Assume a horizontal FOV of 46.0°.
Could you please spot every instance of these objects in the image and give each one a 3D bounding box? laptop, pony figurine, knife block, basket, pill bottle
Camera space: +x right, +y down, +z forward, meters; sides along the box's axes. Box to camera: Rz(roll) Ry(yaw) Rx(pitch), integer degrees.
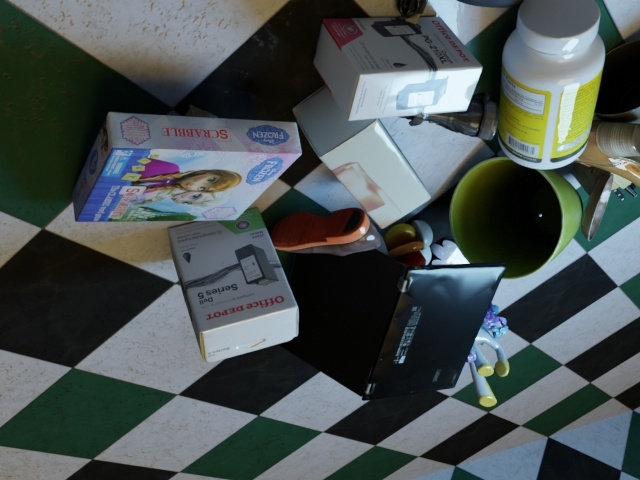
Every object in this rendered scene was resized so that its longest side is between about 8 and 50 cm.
[{"bbox_3d":[0.149,0.151,1.758,0.408,0.236,0.382,-2,125,-25],"label":"laptop"},{"bbox_3d":[0.354,0.215,2.004,0.303,0.363,0.351,-37,127,28],"label":"pony figurine"},{"bbox_3d":[0.760,-0.210,1.867,0.242,0.088,0.275,-16,143,-13],"label":"knife block"},{"bbox_3d":[0.704,-0.312,1.658,0.204,0.154,0.227,-33,148,25],"label":"basket"},{"bbox_3d":[0.447,-0.311,1.471,0.188,0.188,0.334,-21,144,-5],"label":"pill bottle"}]

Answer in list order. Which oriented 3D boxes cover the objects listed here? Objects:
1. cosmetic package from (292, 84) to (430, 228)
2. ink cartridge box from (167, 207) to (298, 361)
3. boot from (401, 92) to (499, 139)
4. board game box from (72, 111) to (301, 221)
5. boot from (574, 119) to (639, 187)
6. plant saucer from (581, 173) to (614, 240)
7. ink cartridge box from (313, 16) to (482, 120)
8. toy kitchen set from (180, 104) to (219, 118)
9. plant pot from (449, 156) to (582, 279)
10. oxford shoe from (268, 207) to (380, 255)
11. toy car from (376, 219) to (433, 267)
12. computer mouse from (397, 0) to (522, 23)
[{"bbox_3d":[0.086,-0.166,1.475,0.129,0.153,0.296,-33,142,9],"label":"cosmetic package"},{"bbox_3d":[-0.179,0.085,1.531,0.198,0.273,0.114,-14,143,-15],"label":"ink cartridge box"},{"bbox_3d":[0.211,-0.259,1.454,0.229,0.263,0.091,10,102,-2],"label":"boot"},{"bbox_3d":[-0.242,-0.116,1.319,0.318,0.066,0.319,-2,162,-28],"label":"board game box"},{"bbox_3d":[0.642,-0.182,1.700,0.283,0.220,0.109,24,78,-44],"label":"boot"},{"bbox_3d":[0.659,-0.082,1.805,0.168,0.029,0.168,-45,146,-41],"label":"plant saucer"},{"bbox_3d":[0.132,-0.303,1.309,0.237,0.172,0.100,-8,139,-22],"label":"ink cartridge box"},{"bbox_3d":[-0.211,-0.181,1.344,0.083,0.075,0.068,21,125,-40],"label":"toy kitchen set"},{"bbox_3d":[0.498,-0.065,1.783,0.293,0.275,0.275,-10,146,-50],"label":"plant pot"},{"bbox_3d":[0.000,0.000,1.587,0.271,0.097,0.098,-2,145,39],"label":"oxford shoe"},{"bbox_3d":[0.204,0.048,1.823,0.159,0.136,0.182,-19,144,-9],"label":"toy car"},{"bbox_3d":[0.278,-0.451,1.294,0.272,0.072,0.188,-6,139,-24],"label":"computer mouse"}]
